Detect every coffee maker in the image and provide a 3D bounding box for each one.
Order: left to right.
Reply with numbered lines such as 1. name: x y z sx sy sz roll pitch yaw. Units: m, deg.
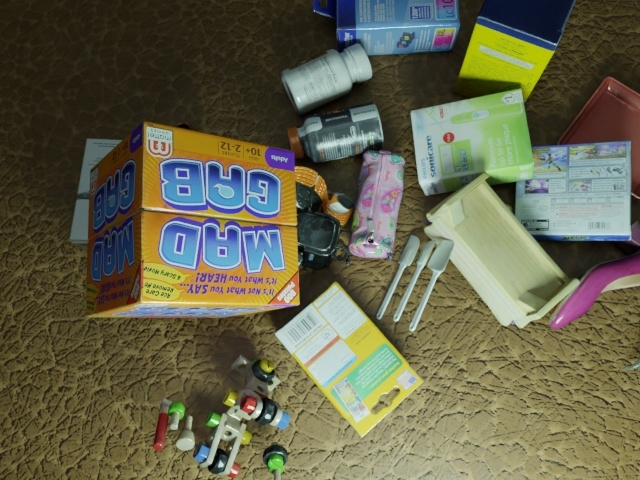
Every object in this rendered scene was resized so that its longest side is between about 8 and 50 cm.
1. coffee maker: 0.000 0.000 1.506 0.171 0.178 0.120 -6 77 -8

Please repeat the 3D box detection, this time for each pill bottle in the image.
1. pill bottle: 0.018 -0.450 1.662 0.229 0.131 0.131 -25 75 -4
2. pill bottle: 0.037 -0.283 1.618 0.246 0.130 0.130 -12 75 0

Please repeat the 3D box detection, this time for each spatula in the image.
1. spatula: 0.233 0.102 1.509 0.168 0.019 0.242 14 75 52

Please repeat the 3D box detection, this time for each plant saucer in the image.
1. plant saucer: 0.805 -0.271 1.615 0.259 0.048 0.258 37 80 12

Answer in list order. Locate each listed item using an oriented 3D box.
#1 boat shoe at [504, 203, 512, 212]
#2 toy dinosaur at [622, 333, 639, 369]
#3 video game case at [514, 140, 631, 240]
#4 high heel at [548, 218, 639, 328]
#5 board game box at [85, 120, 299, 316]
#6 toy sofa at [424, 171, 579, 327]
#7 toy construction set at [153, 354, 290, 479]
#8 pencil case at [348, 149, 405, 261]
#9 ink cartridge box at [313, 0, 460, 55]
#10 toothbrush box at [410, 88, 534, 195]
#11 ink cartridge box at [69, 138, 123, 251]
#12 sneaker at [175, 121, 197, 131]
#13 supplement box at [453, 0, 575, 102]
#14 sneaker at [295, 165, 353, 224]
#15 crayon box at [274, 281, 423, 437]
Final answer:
1. boat shoe: 0.421 -0.079 1.578 0.170 0.059 0.063 1 75 4
2. toy dinosaur: 0.868 0.219 1.461 0.313 0.121 0.160 -34 64 20
3. video game case: 0.638 -0.123 1.532 0.270 0.061 0.244 0 75 26
4. high heel: 0.734 0.122 1.473 0.377 0.127 0.181 -43 74 -8
5. board game box: -0.296 -0.015 1.366 0.356 0.356 0.356 5 76 -36
6. toy sofa: 0.433 0.028 1.486 0.150 0.177 0.362 -36 82 -17
7. toy construction set: -0.222 0.396 1.432 0.309 0.257 0.237 8 31 -11
8. pencil case: 0.147 -0.091 1.567 0.124 0.124 0.284 9 75 6
9. ink cartridge box: 0.179 -0.675 1.707 0.396 0.151 0.270 -2 75 4
10. toothbrush box: 0.391 -0.249 1.563 0.283 0.122 0.206 -8 75 18
11. ink cartridge box: -0.537 -0.100 1.567 0.114 0.197 0.272 3 76 4
12. sneaker: -0.372 -0.181 1.619 0.106 0.123 0.290 -5 76 0
13. supplement box: 0.490 -0.505 1.533 0.195 0.356 0.194 24 78 9
14. sneaker: -0.034 -0.113 1.523 0.121 0.262 0.099 17 79 41
15. crayon box: 0.068 0.291 1.489 0.203 0.083 0.323 -40 76 -7
